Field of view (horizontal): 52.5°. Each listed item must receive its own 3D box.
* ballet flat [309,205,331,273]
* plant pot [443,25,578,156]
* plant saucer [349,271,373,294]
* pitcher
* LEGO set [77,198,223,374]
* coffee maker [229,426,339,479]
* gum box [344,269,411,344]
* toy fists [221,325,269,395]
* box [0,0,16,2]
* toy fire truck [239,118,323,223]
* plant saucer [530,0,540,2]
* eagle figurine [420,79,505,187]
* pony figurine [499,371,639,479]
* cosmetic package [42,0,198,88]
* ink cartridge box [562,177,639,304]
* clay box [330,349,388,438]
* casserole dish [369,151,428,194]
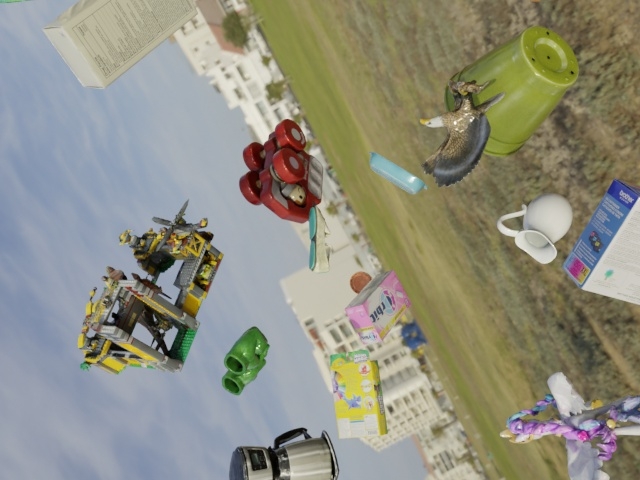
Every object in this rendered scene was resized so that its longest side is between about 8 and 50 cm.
[{"bbox_3d":[0.000,0.000,1.552,0.057,0.052,0.168,140,135,-64],"label":"ballet flat"},{"bbox_3d":[0.675,-0.535,2.235,0.366,0.366,0.353,62,149,11],"label":"plant pot"},{"bbox_3d":[0.141,0.144,2.201,0.083,0.083,0.013,62,-157,-7],"label":"plant saucer"},{"bbox_3d":[0.595,-0.054,1.793,0.178,0.207,0.125,31,140,12],"label":"pitcher"},{"bbox_3d":[-0.335,0.080,1.159,0.255,0.331,0.192,7,153,40],"label":"LEGO set"},{"bbox_3d":[-0.071,0.440,1.181,0.120,0.178,0.171,-140,51,-65],"label":"coffee maker"},{"bbox_3d":[0.151,0.165,1.650,0.188,0.062,0.107,-41,-73,-46],"label":"gum box"},{"bbox_3d":[-0.224,0.367,1.995,0.096,0.142,0.279,27,143,10],"label":"toy fists"},{"bbox_3d":[-0.623,-0.543,1.297,0.179,0.105,0.043,93,166,-64],"label":"box"},{"bbox_3d":[-0.082,-0.176,1.847,0.254,0.169,0.302,37,-143,-34],"label":"toy fire truck"},{"bbox_3d":[0.396,-0.516,1.119,0.200,0.037,0.200,-40,-44,-55],"label":"plant saucer"},{"bbox_3d":[0.401,-0.319,1.908,0.225,0.226,0.298,12,109,40],"label":"eagle figurine"},{"bbox_3d":[0.716,0.508,1.776,0.351,0.364,0.302,119,145,-73],"label":"pony figurine"},{"bbox_3d":[-0.447,-0.501,1.476,0.113,0.309,0.160,17,146,44],"label":"cosmetic package"},{"bbox_3d":[0.972,-0.016,1.991,0.270,0.395,0.151,15,-154,-18],"label":"ink cartridge box"},{"bbox_3d":[0.099,0.407,1.725,0.053,0.127,0.222,14,-113,-57],"label":"clay box"},{"bbox_3d":[0.204,-0.179,1.769,0.188,0.037,0.114,32,-179,8],"label":"casserole dish"}]
